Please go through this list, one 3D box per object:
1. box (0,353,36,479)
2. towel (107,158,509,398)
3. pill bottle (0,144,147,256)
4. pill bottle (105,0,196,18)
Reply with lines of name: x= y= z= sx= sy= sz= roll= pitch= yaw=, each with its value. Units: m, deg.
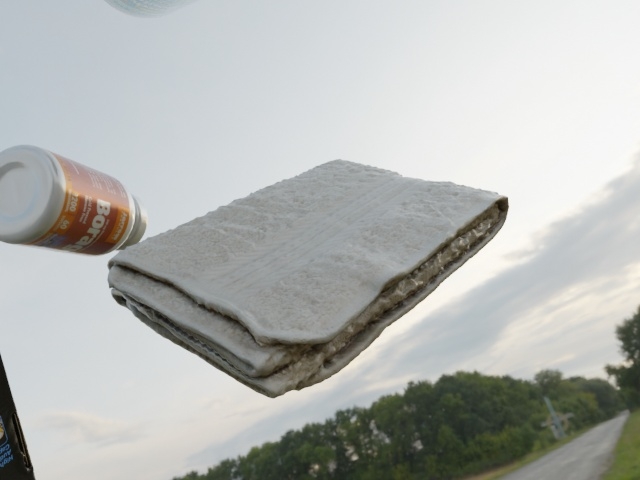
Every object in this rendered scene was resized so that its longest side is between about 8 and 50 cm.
box: x=-0.311 y=0.132 z=0.294 sx=0.073 sy=0.293 sz=0.295 roll=8 pitch=24 yaw=25
towel: x=0.000 y=0.000 z=0.437 sx=0.282 sy=0.187 sz=0.049 roll=-31 pitch=-51 yaw=-42
pill bottle: x=-0.328 y=-0.042 z=0.760 sx=0.121 sy=0.121 sz=0.216 roll=-23 pitch=-13 yaw=11
pill bottle: x=-0.189 y=-0.338 z=0.651 sx=0.146 sy=0.146 sz=0.264 roll=-3 pitch=13 yaw=-31
